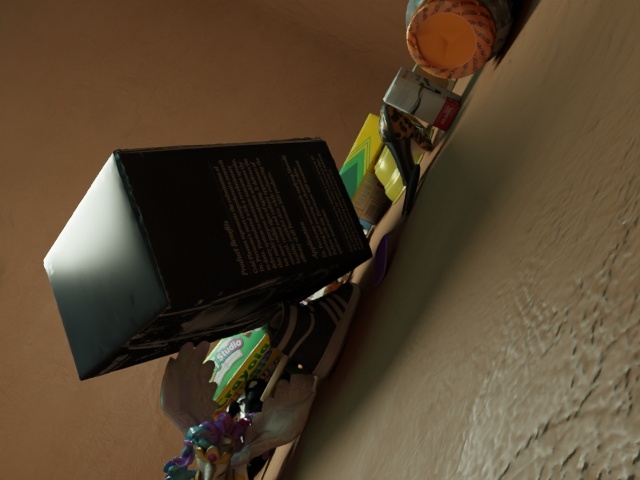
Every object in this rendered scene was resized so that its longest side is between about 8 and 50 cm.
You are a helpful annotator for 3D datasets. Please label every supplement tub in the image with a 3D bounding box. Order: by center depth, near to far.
[{"bbox_3d":[0.276,-0.454,1.185,0.316,0.194,0.193,-64,2,-38],"label":"supplement tub"}]

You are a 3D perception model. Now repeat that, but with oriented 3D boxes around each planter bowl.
[{"bbox_3d":[0.201,-0.210,1.629,0.217,0.090,0.217,-63,0,1],"label":"planter bowl"}]

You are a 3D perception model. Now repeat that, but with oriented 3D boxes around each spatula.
[{"bbox_3d":[0.153,-0.040,1.249,0.084,0.030,0.296,113,-178,-60],"label":"spatula"}]

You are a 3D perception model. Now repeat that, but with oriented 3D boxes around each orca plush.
[{"bbox_3d":[-0.151,0.441,1.517,0.102,0.151,0.287,-47,12,32],"label":"orca plush"}]

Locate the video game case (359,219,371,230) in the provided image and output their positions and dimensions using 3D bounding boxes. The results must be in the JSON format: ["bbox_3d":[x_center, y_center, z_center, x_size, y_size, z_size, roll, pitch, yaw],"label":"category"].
[{"bbox_3d":[0.000,0.000,1.989,0.269,0.244,0.061,-63,2,5],"label":"video game case"}]

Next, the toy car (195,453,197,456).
[{"bbox_3d":[-0.285,0.624,1.815,0.149,0.188,0.155,-62,1,33],"label":"toy car"}]

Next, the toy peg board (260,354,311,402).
[{"bbox_3d":[-0.054,0.329,1.553,0.161,0.079,0.161,-62,-15,11],"label":"toy peg board"}]

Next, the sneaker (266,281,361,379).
[{"bbox_3d":[-0.013,0.150,1.300,0.099,0.153,0.282,-62,1,34],"label":"sneaker"}]

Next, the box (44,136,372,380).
[{"bbox_3d":[-0.243,0.035,1.298,0.472,0.297,0.480,-10,-18,-41],"label":"box"}]

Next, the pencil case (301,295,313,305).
[{"bbox_3d":[-0.041,0.198,1.953,0.088,0.086,0.206,-23,-54,-43],"label":"pencil case"}]

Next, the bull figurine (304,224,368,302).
[{"bbox_3d":[0.048,0.075,1.823,0.310,0.101,0.188,-65,5,-14],"label":"bull figurine"}]

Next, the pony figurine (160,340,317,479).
[{"bbox_3d":[-0.180,0.403,1.197,0.351,0.303,0.363,-78,-2,-58],"label":"pony figurine"}]

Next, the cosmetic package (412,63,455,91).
[{"bbox_3d":[0.293,-0.420,1.661,0.041,0.115,0.060,-63,0,-5],"label":"cosmetic package"}]

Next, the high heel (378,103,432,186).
[{"bbox_3d":[0.182,-0.264,1.394,0.261,0.093,0.186,-78,-30,-52],"label":"high heel"}]

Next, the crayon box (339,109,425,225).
[{"bbox_3d":[0.159,-0.217,1.770,0.323,0.083,0.203,-62,-29,5],"label":"crayon box"}]

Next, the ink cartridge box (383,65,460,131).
[{"bbox_3d":[0.221,-0.307,1.355,0.063,0.150,0.109,-63,1,30],"label":"ink cartridge box"}]

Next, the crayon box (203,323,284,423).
[{"bbox_3d":[-0.196,0.354,1.727,0.363,0.106,0.313,-53,-24,-4],"label":"crayon box"}]
